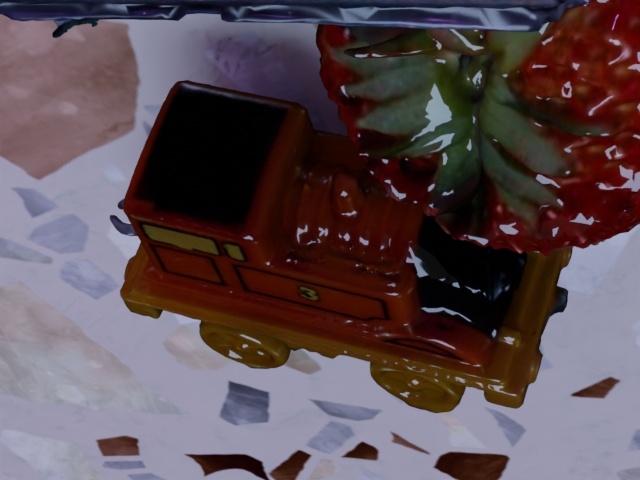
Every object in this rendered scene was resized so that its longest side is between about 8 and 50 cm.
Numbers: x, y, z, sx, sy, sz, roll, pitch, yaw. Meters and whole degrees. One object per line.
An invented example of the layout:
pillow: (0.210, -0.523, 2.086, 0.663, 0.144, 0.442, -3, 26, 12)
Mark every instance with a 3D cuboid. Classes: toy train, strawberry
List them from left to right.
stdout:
toy train: (0.000, 0.000, 1.101, 0.369, 0.163, 0.231, 13, 159, 16)
strawberry: (0.149, -0.116, 0.932, 0.261, 0.257, 0.261, 18, 121, 33)

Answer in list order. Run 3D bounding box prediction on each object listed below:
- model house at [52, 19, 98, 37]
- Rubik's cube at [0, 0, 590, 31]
model house: (-0.140, -0.226, 0.951, 0.148, 0.119, 0.149, 2, 124, 50)
Rubik's cube: (-0.024, -0.296, 0.640, 0.310, 0.307, 0.305, 4, 142, 9)
